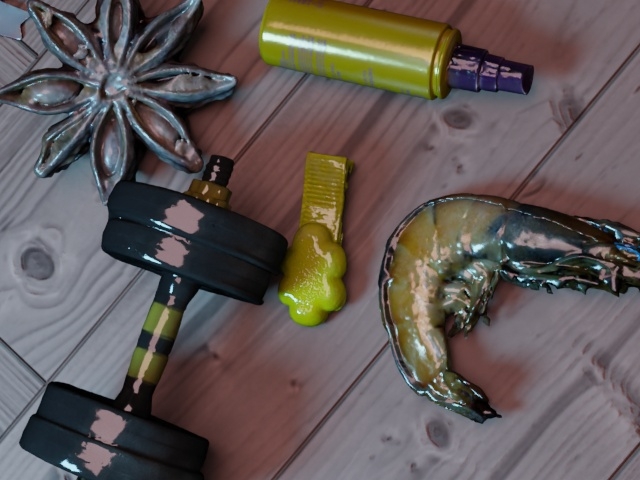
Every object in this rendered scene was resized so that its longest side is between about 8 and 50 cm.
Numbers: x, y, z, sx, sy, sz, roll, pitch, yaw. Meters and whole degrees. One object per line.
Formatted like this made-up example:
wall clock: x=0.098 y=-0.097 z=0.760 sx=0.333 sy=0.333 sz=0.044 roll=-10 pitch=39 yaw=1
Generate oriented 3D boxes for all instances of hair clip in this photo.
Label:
hair clip: x=0.000 y=0.000 z=1.745 sx=0.072 sy=0.046 sz=0.173 roll=9 pitch=84 yaw=20

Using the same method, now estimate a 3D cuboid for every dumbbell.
dumbbell: x=-0.160 y=0.100 z=1.697 sx=0.185 sy=0.185 sz=0.388 roll=19 pitch=84 yaw=17

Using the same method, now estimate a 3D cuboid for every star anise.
star anise: x=-0.211 y=-0.159 z=1.800 sx=0.236 sy=0.109 sz=0.223 roll=-22 pitch=98 yaw=-5

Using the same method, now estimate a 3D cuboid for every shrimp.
shrimp: x=0.191 y=0.067 z=1.677 sx=0.290 sy=0.054 sz=0.222 roll=4 pitch=80 yaw=19

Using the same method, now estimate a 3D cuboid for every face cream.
face cream: x=0.077 y=-0.186 z=1.743 sx=0.273 sy=0.078 sz=0.078 roll=14 pitch=83 yaw=17

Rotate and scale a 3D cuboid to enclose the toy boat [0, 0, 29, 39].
toy boat: x=-0.268 y=-0.372 z=1.877 sx=0.219 sy=0.072 sz=0.318 roll=5 pitch=84 yaw=18
